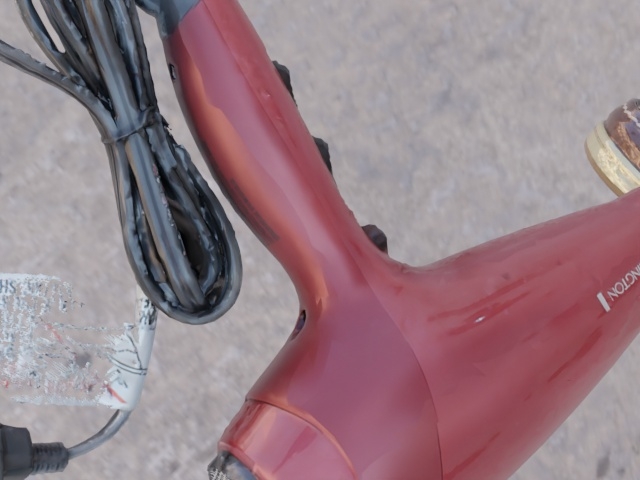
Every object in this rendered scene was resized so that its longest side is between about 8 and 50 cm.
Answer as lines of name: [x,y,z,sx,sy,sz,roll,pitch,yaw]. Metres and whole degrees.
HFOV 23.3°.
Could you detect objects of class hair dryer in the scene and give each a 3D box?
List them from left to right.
hair dryer: [0.000,0.000,0.501,0.294,0.080,0.223,9,92,-25]

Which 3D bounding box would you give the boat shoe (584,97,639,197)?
boat shoe: [0.319,-0.018,0.863,0.342,0.123,0.123,24,111,0]
